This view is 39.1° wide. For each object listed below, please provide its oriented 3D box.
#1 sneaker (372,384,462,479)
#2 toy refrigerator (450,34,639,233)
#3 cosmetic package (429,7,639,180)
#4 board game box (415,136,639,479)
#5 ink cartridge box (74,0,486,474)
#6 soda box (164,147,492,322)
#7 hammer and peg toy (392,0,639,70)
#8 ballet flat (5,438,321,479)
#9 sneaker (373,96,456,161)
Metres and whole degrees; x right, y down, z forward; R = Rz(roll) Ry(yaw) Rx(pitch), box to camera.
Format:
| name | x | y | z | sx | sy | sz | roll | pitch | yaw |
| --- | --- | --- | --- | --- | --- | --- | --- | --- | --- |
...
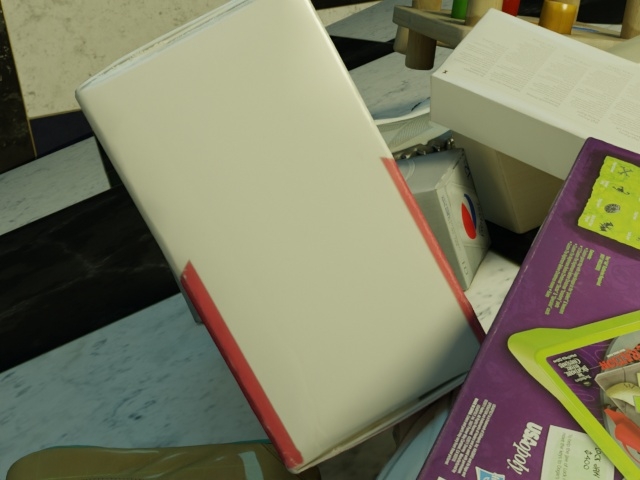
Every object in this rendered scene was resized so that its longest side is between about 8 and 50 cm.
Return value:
| name | x | y | z | sx | sy | sz | roll | pitch | yaw |
| --- | --- | --- | --- | --- | --- | --- | --- | --- | --- |
| sneaker | 0.096 | 0.094 | 0.496 | 0.115 | 0.090 | 0.232 | -12 | 17 | 47 |
| toy refrigerator | 0.265 | -0.114 | 0.844 | 0.269 | 0.102 | 0.094 | -26 | 20 | -11 |
| cosmetic package | 0.213 | -0.096 | 0.717 | 0.239 | 0.060 | 0.099 | 29 | 59 | 23 |
| board game box | 0.176 | 0.069 | 0.388 | 0.208 | 0.056 | 0.347 | 19 | 34 | 18 |
| ink cartridge box | -0.034 | -0.010 | 0.584 | 0.131 | 0.226 | 0.306 | -30 | 5 | -8 |
| soda box | 0.000 | 0.000 | 0.818 | 0.286 | 0.098 | 0.091 | -9 | 23 | 29 |
| hammer and peg toy | 0.231 | -0.259 | 1.090 | 0.265 | 0.127 | 0.361 | 2 | 19 | -13 |
| ballet flat | -0.112 | 0.162 | 0.541 | 0.232 | 0.080 | 0.073 | -12 | 35 | 26 |
| sneaker | 0.098 | -0.086 | 0.949 | 0.271 | 0.100 | 0.108 | -30 | 26 | -23 |
